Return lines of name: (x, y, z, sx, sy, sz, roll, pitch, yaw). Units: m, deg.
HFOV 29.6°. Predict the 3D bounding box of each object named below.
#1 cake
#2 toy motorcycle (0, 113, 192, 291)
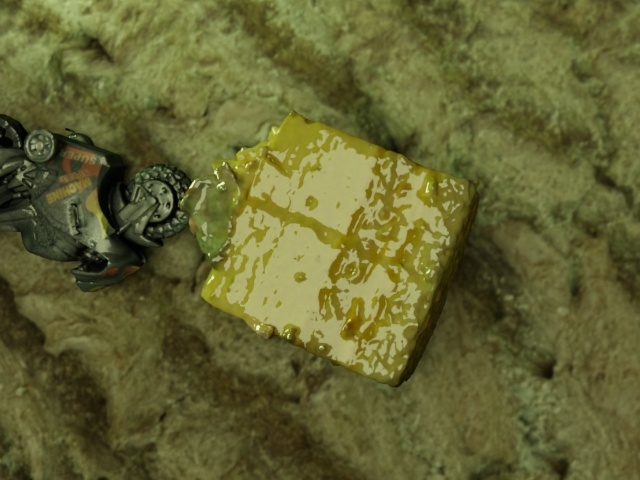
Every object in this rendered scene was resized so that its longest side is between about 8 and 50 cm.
cake: (0.000, 0.000, 1.273, 0.286, 0.227, 0.223, 22, 89, 9)
toy motorcycle: (-0.296, -0.039, 1.397, 0.307, 0.108, 0.173, 17, 97, 14)
